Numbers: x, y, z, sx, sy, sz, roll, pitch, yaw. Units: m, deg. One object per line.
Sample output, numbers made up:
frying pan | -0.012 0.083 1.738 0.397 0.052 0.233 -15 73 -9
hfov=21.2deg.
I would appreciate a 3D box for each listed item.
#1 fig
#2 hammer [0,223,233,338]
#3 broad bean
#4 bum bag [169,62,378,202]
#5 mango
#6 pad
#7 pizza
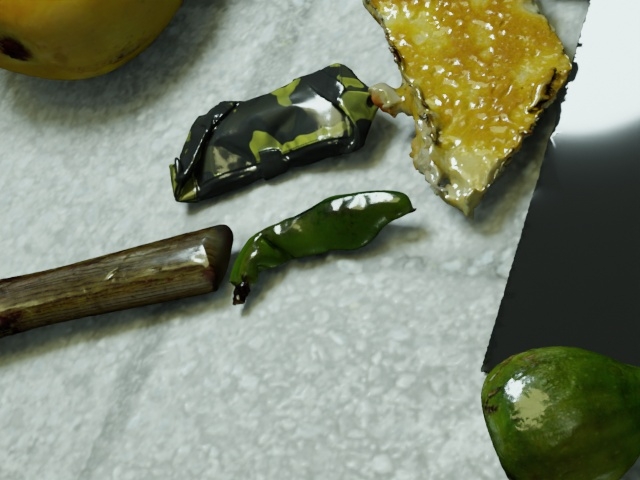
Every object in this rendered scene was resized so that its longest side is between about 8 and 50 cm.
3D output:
fig | 0.206 0.136 1.324 0.156 0.123 0.123 -16 47 1
hammer | -0.275 0.064 1.675 0.409 0.095 0.242 -11 50 13
broad bean | -0.005 -0.005 1.595 0.195 0.046 0.061 -29 58 12
bum bag | -0.046 -0.109 1.690 0.232 0.060 0.106 -17 57 19
mango | -0.280 -0.355 1.906 0.300 0.232 0.445 -24 41 15
pad | 0.288 -0.043 1.411 0.248 0.007 0.367 11 80 35
pizza | 0.141 -0.148 1.616 0.189 0.071 0.297 -13 52 0
